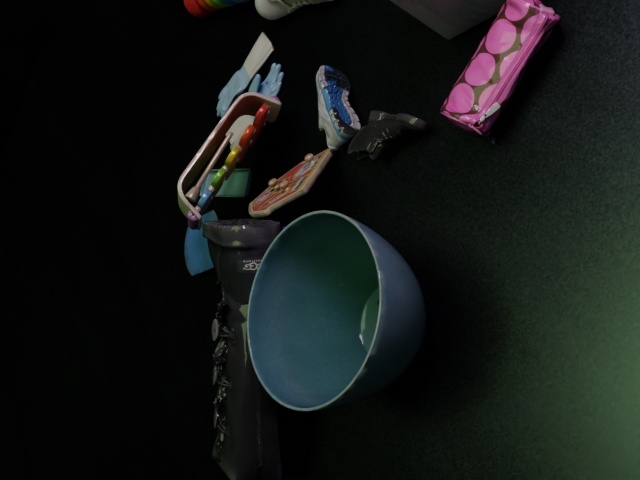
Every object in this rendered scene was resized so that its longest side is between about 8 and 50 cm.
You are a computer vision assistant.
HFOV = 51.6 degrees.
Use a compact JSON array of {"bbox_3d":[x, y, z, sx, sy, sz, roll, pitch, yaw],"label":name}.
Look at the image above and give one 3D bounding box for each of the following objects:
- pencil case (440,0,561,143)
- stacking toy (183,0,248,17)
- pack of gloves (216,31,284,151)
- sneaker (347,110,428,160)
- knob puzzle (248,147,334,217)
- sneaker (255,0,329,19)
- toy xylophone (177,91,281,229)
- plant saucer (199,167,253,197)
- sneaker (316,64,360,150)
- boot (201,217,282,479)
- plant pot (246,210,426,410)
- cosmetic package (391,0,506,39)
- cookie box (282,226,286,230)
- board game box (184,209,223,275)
[{"bbox_3d":[0.268,-0.256,0.977,0.209,0.095,0.098,-63,7,16],"label":"pencil case"},{"bbox_3d":[-0.244,-0.639,1.647,0.330,0.141,0.141,3,81,54],"label":"stacking toy"},{"bbox_3d":[-0.180,-0.350,1.541,0.232,0.046,0.195,-49,48,26],"label":"pack of gloves"},{"bbox_3d":[0.115,-0.177,1.155,0.170,0.051,0.089,24,97,54],"label":"sneaker"},{"bbox_3d":[-0.074,-0.109,1.272,0.213,0.030,0.213,-34,18,13],"label":"knob puzzle"},{"bbox_3d":[-0.035,-0.535,1.387,0.290,0.105,0.123,-26,57,39],"label":"sneaker"},{"bbox_3d":[-0.203,-0.171,1.396,0.323,0.081,0.236,-57,4,-7],"label":"toy xylophone"},{"bbox_3d":[-0.219,-0.132,1.538,0.192,0.018,0.067,5,82,50],"label":"plant saucer"},{"bbox_3d":[0.018,-0.255,1.276,0.083,0.071,0.191,-50,39,46],"label":"sneaker"},{"bbox_3d":[-0.143,0.184,1.260,0.367,0.146,0.446,-148,55,-81],"label":"boot"},{"bbox_3d":[0.051,0.118,1.022,0.290,0.195,0.290,-18,65,45],"label":"plant pot"},{"bbox_3d":[0.212,-0.447,0.993,0.224,0.224,0.138,-20,63,44],"label":"cosmetic package"},{"bbox_3d":[0.000,0.000,1.183,0.091,0.107,0.040,-6,76,48],"label":"cookie box"},{"bbox_3d":[-0.261,0.009,1.532,0.168,0.033,0.133,-21,69,49],"label":"board game box"}]
